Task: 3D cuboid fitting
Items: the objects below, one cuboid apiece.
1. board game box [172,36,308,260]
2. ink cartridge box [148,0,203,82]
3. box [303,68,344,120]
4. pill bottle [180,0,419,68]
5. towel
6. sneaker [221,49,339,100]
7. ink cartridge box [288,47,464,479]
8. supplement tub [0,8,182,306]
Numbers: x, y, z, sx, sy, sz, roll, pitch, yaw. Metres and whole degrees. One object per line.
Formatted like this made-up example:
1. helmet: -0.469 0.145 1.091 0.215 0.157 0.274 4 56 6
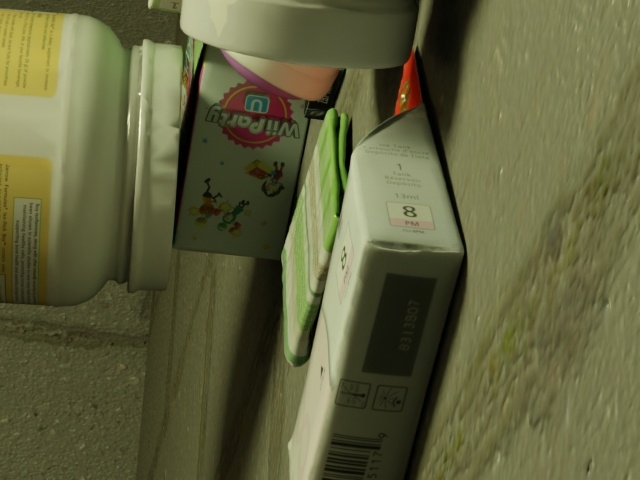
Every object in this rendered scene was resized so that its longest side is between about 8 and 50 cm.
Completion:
1. board game box: -0.058 -0.170 1.557 0.224 0.097 0.303 -98 16 -60
2. ink cartridge box: -0.098 -0.245 1.404 0.235 0.056 0.171 124 151 -66
3. box: 0.004 -0.140 1.367 0.067 0.018 0.083 110 165 -59
4. pill bottle: 0.007 -0.228 0.956 0.153 0.153 0.265 -110 29 -73
5. towel: 0.000 0.000 1.285 0.152 0.023 0.113 109 164 -45
6. sneaker: 0.011 -0.213 1.193 0.152 0.114 0.305 -52 22 30
7. ink cartridge box: 0.020 0.022 1.006 0.232 0.066 0.189 -104 22 -57
8. supplement tub: -0.283 -0.070 1.511 0.241 0.331 0.241 -176 90 -83
